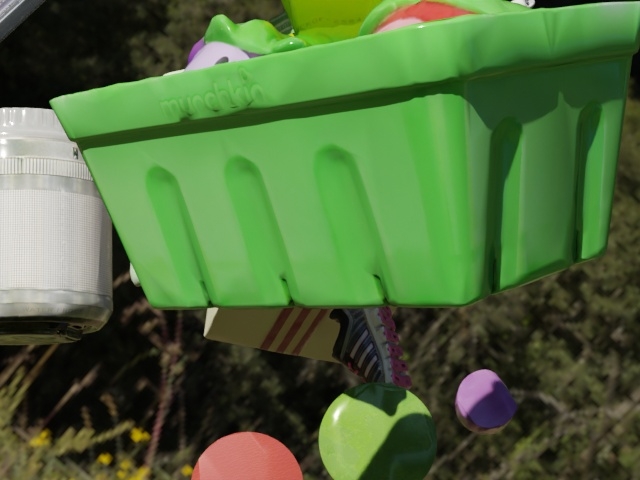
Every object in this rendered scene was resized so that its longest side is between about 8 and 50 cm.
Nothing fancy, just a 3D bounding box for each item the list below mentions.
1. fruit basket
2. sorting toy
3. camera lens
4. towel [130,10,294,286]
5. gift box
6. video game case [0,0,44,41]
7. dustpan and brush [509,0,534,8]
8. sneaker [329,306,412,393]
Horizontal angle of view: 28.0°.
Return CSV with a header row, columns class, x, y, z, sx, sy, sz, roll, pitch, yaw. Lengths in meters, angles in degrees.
class,x,y,z,sx,sy,sz,roll,pitch,yaw
fruit basket,0.019,-0.149,0.875,0.283,0.392,0.392,-15,56,-46
sorting toy,0.039,0.242,1.419,0.126,0.365,0.127,88,-19,-68
camera lens,-0.374,-0.010,1.626,0.219,0.219,0.274,13,72,-57
towel,-0.097,-0.099,1.327,0.038,0.325,0.248,17,69,-36
gift box,0.000,0.000,1.747,0.276,0.258,0.255,7,61,-13
video game case,-0.465,-0.320,1.855,0.026,0.196,0.274,48,-4,-23
dustpan and brush,0.191,-0.269,1.602,0.147,0.211,0.060,58,-18,10
sneaker,0.053,0.139,1.467,0.063,0.074,0.170,27,46,-64
